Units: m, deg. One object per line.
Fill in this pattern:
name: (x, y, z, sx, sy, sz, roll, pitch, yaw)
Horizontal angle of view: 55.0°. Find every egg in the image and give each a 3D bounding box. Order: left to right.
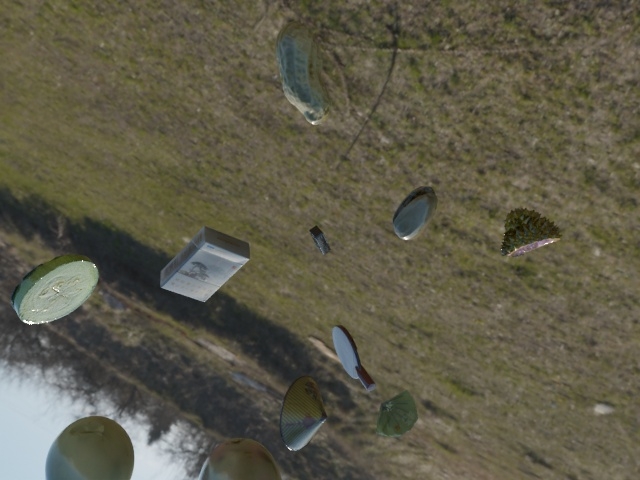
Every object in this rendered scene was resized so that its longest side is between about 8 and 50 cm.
egg: (-0.592, 0.574, 1.586, 0.219, 0.219, 0.269, 38, 179, -24)

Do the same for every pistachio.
pistachio: (0.326, -0.089, 2.098, 0.131, 0.206, 0.129, 20, -151, -26)

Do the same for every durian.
durian: (0.577, -0.012, 1.691, 0.183, 0.132, 0.165, 10, -159, -17)

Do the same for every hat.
hat: (-0.019, 0.448, 1.582, 0.082, 0.193, 0.193, 1, 150, 30)

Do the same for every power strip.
power strip: (0.000, 0.000, 1.657, 0.038, 0.029, 0.111, 50, 173, 28)

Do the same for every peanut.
peanut: (-0.052, -0.529, 1.959, 0.140, 0.153, 0.324, 3, 118, 52)

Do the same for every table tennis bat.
table tennis bat: (0.117, 0.448, 2.327, 0.310, 0.038, 0.200, 51, 152, 46)

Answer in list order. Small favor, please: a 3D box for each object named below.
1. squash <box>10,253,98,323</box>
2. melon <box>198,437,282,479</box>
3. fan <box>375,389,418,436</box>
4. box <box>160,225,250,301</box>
squash: (-0.659, 0.124, 1.549, 0.041, 0.219, 0.219, 46, 170, 23)
melon: (-0.197, 0.649, 1.505, 0.223, 0.316, 0.223, -3, -179, 0)
fan: (0.263, 0.588, 2.087, 0.131, 0.240, 0.009, 33, 128, 16)
box: (-0.324, 0.069, 1.720, 0.150, 0.067, 0.233, 23, 129, -37)
